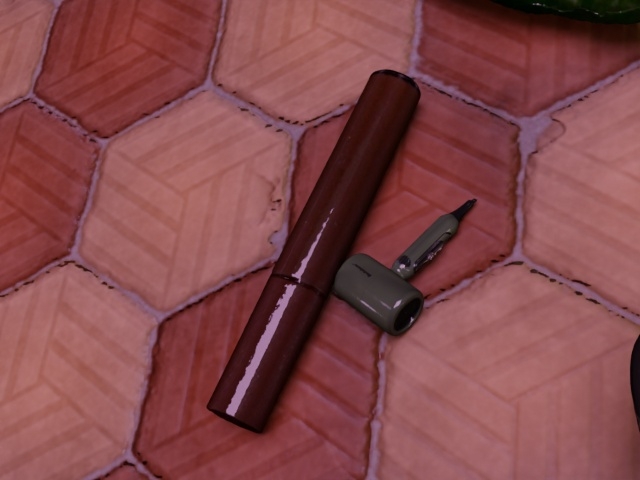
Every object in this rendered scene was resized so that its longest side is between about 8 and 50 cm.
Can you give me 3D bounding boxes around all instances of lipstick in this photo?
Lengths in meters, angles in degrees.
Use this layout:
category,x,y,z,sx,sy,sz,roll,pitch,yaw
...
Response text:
category,x,y,z,sx,sy,sz,roll,pitch,yaw
lipstick,0.000,0.000,0.814,0.057,0.057,0.356,18,70,24

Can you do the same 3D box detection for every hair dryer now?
category,x,y,z,sx,sy,sz,roll,pitch,yaw
hair dryer,0.086,0.010,0.793,0.071,0.047,0.150,37,74,30

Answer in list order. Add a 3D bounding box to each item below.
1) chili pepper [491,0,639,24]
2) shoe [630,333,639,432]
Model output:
category,x,y,z,sx,sy,sz,roll,pitch,yaw
chili pepper,0.202,-0.332,0.852,0.385,0.213,0.167,23,31,22
shoe,0.281,0.179,0.601,0.114,0.137,0.290,-21,87,15
